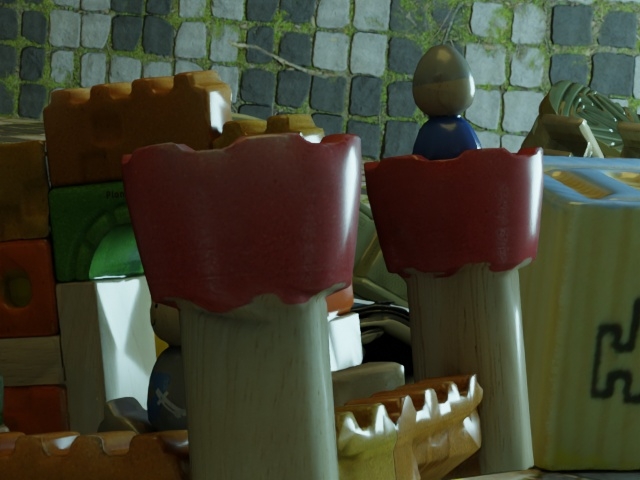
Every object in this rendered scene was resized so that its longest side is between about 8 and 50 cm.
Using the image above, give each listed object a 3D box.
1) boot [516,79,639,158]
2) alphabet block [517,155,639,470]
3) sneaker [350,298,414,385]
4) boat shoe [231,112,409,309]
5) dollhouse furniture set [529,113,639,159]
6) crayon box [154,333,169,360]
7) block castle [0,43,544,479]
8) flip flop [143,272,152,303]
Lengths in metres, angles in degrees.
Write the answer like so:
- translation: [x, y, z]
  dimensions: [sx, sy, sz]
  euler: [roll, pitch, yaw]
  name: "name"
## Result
- translation: [0.278, -0.020, 1.615]
  dimensions: [0.236, 0.269, 0.089]
  euler: [34, 49, 7]
  name: "boot"
- translation: [0.230, 0.049, 1.179]
  dimensions: [0.193, 0.197, 0.192]
  euler: [2, 14, -11]
  name: "alphabet block"
- translation: [-0.011, 0.082, 1.258]
  dimensions: [0.226, 0.086, 0.163]
  euler: [5, 6, 3]
  name: "sneaker"
- translation: [0.000, 0.000, 1.466]
  dimensions: [0.302, 0.113, 0.103]
  euler: [37, -25, 10]
  name: "boat shoe"
- translation: [0.289, 0.027, 1.420]
  dimensions: [0.242, 0.212, 0.161]
  euler: [10, -25, 32]
  name: "dollhouse furniture set"
- translation: [-0.220, 0.039, 1.105]
  dimensions: [0.323, 0.083, 0.203]
  euler: [41, -11, -29]
  name: "crayon box"
- translation: [-0.139, 0.023, 0.731]
  dimensions: [0.453, 0.213, 0.303]
  euler: [-5, 0, 27]
  name: "block castle"
- translation: [-0.085, 0.036, 1.513]
  dimensions: [0.277, 0.112, 0.080]
  euler: [-2, 36, -43]
  name: "flip flop"
